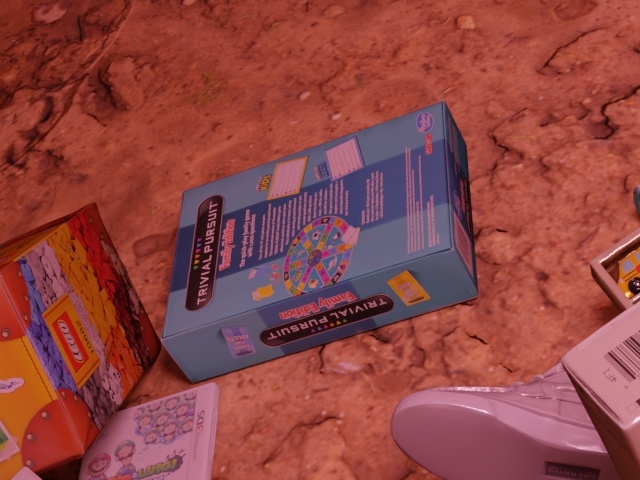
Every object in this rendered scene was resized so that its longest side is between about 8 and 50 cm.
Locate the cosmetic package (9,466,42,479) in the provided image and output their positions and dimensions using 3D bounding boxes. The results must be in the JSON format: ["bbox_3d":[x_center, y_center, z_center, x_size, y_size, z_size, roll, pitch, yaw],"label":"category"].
[{"bbox_3d":[-0.312,0.406,1.315,0.365,0.197,0.155,-45,39,-16],"label":"cosmetic package"}]

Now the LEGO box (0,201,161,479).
[{"bbox_3d":[-0.455,0.172,1.571,0.500,0.193,0.372,-24,8,10],"label":"LEGO box"}]

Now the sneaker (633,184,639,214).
[{"bbox_3d":[0.385,-0.037,1.457,0.076,0.065,0.166,-37,41,-23],"label":"sneaker"}]

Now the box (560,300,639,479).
[{"bbox_3d":[0.283,0.167,1.104,0.113,0.275,0.094,-33,36,-4],"label":"box"}]

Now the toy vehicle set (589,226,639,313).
[{"bbox_3d":[0.398,0.013,1.350,0.267,0.035,0.166,-34,62,-4],"label":"toy vehicle set"}]

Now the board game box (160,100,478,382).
[{"bbox_3d":[0.000,0.000,1.667,0.336,0.079,0.254,-18,38,17],"label":"board game box"}]

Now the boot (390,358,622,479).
[{"bbox_3d":[0.192,0.151,1.293,0.258,0.095,0.123,14,38,1],"label":"boot"}]

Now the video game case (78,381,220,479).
[{"bbox_3d":[-0.182,0.224,1.583,0.157,0.019,0.143,-19,38,17],"label":"video game case"}]
